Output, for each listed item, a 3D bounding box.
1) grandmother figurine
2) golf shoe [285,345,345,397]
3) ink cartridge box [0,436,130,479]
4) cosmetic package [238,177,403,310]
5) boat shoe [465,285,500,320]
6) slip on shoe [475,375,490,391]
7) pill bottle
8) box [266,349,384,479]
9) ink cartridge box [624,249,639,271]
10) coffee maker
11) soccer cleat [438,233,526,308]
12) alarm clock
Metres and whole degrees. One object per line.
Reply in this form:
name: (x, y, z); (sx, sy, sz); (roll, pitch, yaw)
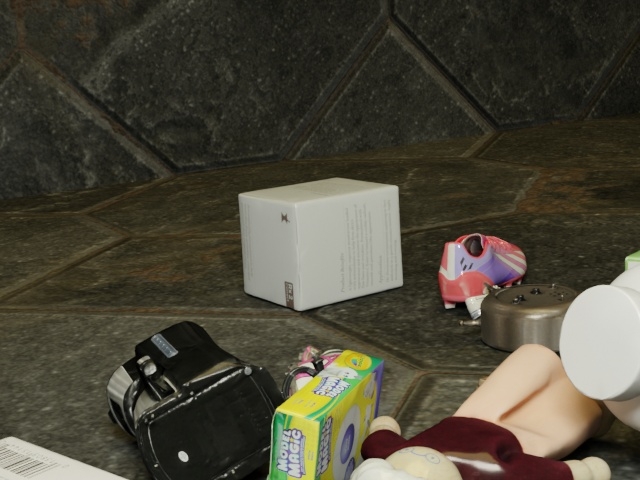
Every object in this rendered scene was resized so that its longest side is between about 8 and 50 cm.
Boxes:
grandmother figurine: (0.125, 0.170, 0.931); (0.207, 0.104, 0.342); (-6, 6, 32)
golf shoe: (0.011, 0.147, 1.137); (0.086, 0.068, 0.186); (0, 12, 10)
ink cartridge box: (-0.242, 0.235, 0.805); (0.296, 0.066, 0.261); (7, 16, 42)
cosmetic package: (0.000, 0.000, 1.628); (0.183, 0.151, 0.151); (-10, 13, -33)
boat shoe: (0.225, 0.074, 1.469); (0.100, 0.035, 0.035); (-17, -19, -35)
slip on shoe: (0.209, 0.145, 1.148); (0.135, 0.041, 0.051); (-10, 14, -29)
pill bottle: (0.330, 0.094, 0.967); (0.264, 0.146, 0.146); (7, 5, -31)
box: (0.001, 0.168, 0.946); (0.043, 0.105, 0.179); (13, 18, 22)
ink cartridge box: (0.521, 0.044, 1.342); (0.207, 0.119, 0.353); (4, 14, 37)
coffee maker: (-0.101, 0.148, 1.055); (0.171, 0.120, 0.178); (-5, 11, -19)
soccer cleat: (0.228, 0.024, 1.579); (0.083, 0.095, 0.248); (3, 14, 27)
alarm clock: (0.270, 0.092, 1.344); (0.192, 0.064, 0.129); (11, 19, 41)
